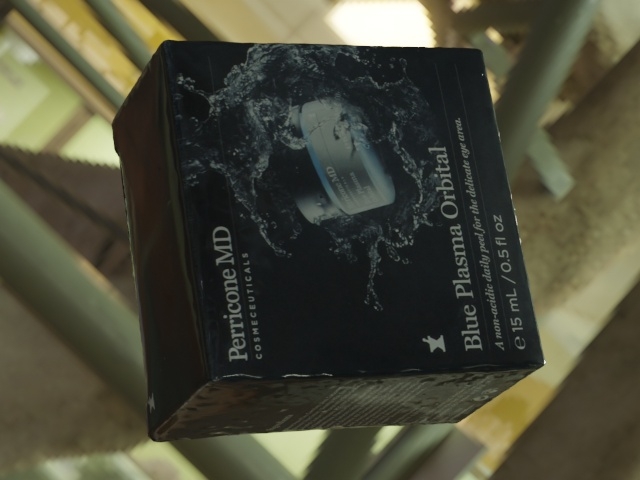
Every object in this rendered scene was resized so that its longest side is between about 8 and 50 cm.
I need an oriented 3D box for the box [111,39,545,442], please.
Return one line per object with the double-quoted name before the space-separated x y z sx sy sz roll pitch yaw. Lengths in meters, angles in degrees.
"box" 0.000 0.000 0.780 0.093 0.158 0.156 135 -51 -60
